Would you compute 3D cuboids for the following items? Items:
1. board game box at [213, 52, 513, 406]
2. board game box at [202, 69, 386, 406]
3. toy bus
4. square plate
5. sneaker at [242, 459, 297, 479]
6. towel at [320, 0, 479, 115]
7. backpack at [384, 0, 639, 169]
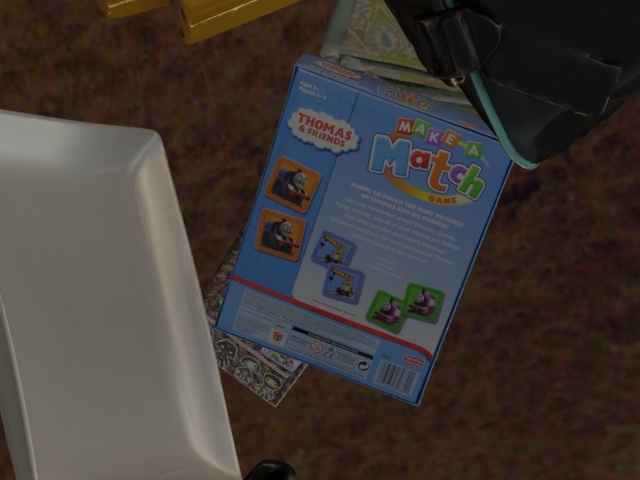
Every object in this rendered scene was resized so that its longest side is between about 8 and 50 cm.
[{"bbox_3d":[0.030,-0.005,0.985,0.160,0.039,0.211,21,115,4],"label":"board game box"},{"bbox_3d":[0.000,0.000,1.554,0.141,0.232,0.291,36,133,1],"label":"board game box"},{"bbox_3d":[-0.078,-0.311,1.510,0.333,0.130,0.108,-24,175,-11],"label":"toy bus"},{"bbox_3d":[-0.182,0.071,1.149,0.049,0.347,0.344,-15,176,19],"label":"square plate"},{"bbox_3d":[-0.071,0.202,0.903,0.072,0.178,0.077,22,130,16],"label":"sneaker"},{"bbox_3d":[0.181,-0.308,1.984,0.320,0.374,0.090,12,139,7],"label":"towel"},{"bbox_3d":[0.065,-0.137,0.427,0.144,0.188,0.166,-33,110,10],"label":"backpack"}]
